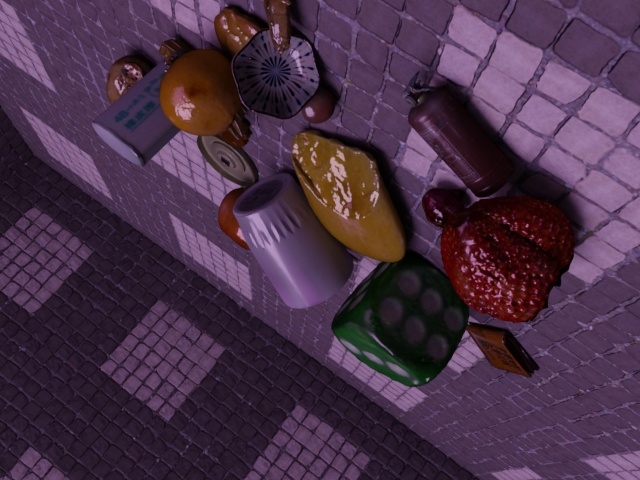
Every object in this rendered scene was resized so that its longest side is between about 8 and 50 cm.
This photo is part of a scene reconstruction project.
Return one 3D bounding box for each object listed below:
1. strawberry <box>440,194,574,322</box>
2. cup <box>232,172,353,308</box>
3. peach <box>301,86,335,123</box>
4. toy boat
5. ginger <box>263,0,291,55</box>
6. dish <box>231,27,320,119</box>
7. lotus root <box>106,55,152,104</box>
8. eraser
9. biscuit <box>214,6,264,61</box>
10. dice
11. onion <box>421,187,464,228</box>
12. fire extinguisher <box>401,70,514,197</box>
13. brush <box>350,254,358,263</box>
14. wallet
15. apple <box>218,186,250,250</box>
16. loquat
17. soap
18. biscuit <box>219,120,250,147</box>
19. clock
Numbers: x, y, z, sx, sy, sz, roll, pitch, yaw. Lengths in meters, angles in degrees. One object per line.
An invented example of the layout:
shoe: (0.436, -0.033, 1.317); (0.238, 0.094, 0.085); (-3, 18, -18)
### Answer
strawberry: (0.350, 0.021, 1.209); (0.288, 0.250, 0.238); (26, 172, -36)
cup: (-0.085, 0.003, 1.842); (0.253, 0.253, 0.372); (9, 138, 52)
peach: (-0.005, -0.301, 1.364); (0.083, 0.083, 0.083); (32, 158, 15)
toy boat: (-0.310, -0.391, 1.619); (0.310, 0.115, 0.089); (45, 161, -17)
ginger: (-0.085, -0.487, 1.110); (0.147, 0.081, 0.334); (35, 158, 20)
dish: (-0.095, -0.358, 1.316); (0.191, 0.190, 0.066); (47, -170, -21)
lotus root: (-0.575, -0.453, 1.884); (0.160, 0.146, 0.284); (57, 161, 1)
eraser: (-0.461, -0.354, 1.696); (0.189, 0.290, 0.104); (31, 157, 20)
biscuit: (-0.156, -0.419, 1.418); (0.202, 0.041, 0.260); (21, 151, 37)
dice: (0.230, 0.232, 1.781); (0.297, 0.287, 0.300); (40, 159, -3)
onion: (0.276, -0.074, 1.366); (0.107, 0.097, 0.107); (39, -171, -7)
fire extinguisher: (0.245, -0.202, 1.136); (0.269, 0.105, 0.104); (44, 158, -17)
brush: (0.000, 0.000, 2.040); (0.299, 0.039, 0.042); (30, 161, 12)
wallet: (0.535, 0.328, 1.825); (0.195, 0.042, 0.161); (48, 157, -24)
apple: (-0.234, -0.062, 2.031); (0.210, 0.173, 0.235); (35, -170, -38)
loquat: (-0.284, -0.355, 1.473); (0.208, 0.208, 0.208); (32, 158, 15)
soap: (0.078, -0.088, 1.614); (0.305, 0.115, 0.427); (17, 151, 36)
biscuit: (-0.256, -0.327, 1.787); (0.124, 0.026, 0.175); (43, 159, -16)
clock: (-0.302, -0.263, 1.986); (0.234, 0.029, 0.235); (32, 158, 15)
